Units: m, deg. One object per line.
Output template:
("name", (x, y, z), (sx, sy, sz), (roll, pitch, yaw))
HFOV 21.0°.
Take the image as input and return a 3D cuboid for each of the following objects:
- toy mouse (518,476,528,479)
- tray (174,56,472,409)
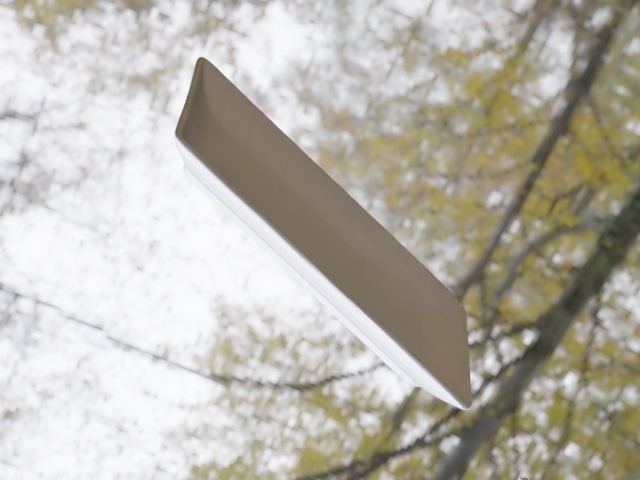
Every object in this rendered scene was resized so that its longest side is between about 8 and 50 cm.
("toy mouse", (0.158, 0.207, 1.110), (0.143, 0.031, 0.161), (18, -157, -51))
("tray", (0.000, 0.000, 1.156), (0.270, 0.030, 0.145), (43, -160, -17))
